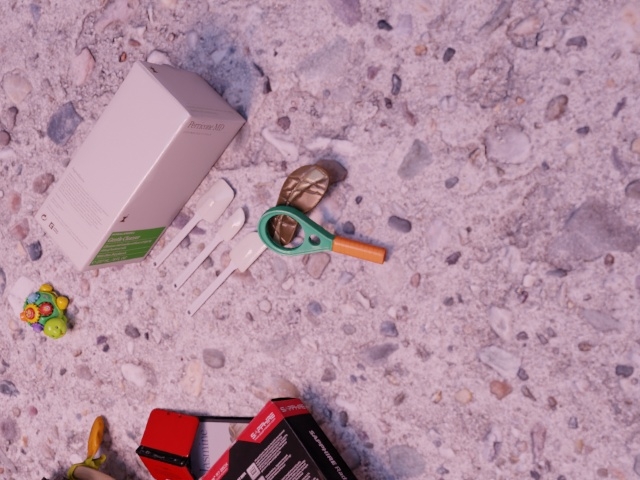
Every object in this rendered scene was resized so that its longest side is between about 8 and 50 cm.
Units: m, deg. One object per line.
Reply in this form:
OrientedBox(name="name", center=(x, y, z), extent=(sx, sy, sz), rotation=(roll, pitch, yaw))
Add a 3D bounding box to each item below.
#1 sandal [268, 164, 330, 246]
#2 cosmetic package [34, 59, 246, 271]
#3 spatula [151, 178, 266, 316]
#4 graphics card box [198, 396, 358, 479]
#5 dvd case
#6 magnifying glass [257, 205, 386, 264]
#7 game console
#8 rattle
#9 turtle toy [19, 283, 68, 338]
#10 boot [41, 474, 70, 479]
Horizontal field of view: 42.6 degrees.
OrientedBox(name="sandal", center=(-0.039, -0.066, 1.447), extent=(0.072, 0.049, 0.180), rotation=(39, 124, 10))
OrientedBox(name="cosmetic package", center=(-0.330, -0.132, 1.494), extent=(0.155, 0.197, 0.365), rotation=(46, 112, 15))
OrientedBox(name="spatula", center=(-0.216, 0.019, 1.553), extent=(0.242, 0.019, 0.168), rotation=(-45, 77, 25))
OrientedBox(name="graphics card box", center=(-0.026, 0.482, 1.398), extent=(0.233, 0.094, 0.371), rotation=(-50, 60, 18))
OrientedBox(name="dvd case", center=(-0.140, 0.422, 1.545), extent=(0.253, 0.022, 0.181), rotation=(-4, 92, 26))
OrientedBox(name="magnifying glass", center=(0.000, 0.000, 1.420), extent=(0.230, 0.026, 0.092), rotation=(14, 123, 11))
OrientedBox(name="game console", center=(-0.281, 0.408, 1.598), extent=(0.144, 0.085, 0.124), rotation=(1, 126, 40))
OrientedBox(name="rattle", center=(-0.395, 0.470, 1.665), extent=(0.199, 0.143, 0.130), rotation=(17, 134, 8))
OrientedBox(name="turtle toy", center=(-0.569, 0.155, 1.699), extent=(0.130, 0.066, 0.095), rotation=(33, 107, 19))
OrientedBox(name="boot", center=(-0.477, 0.574, 1.650), extent=(0.222, 0.118, 0.338), rotation=(34, 153, -17))
